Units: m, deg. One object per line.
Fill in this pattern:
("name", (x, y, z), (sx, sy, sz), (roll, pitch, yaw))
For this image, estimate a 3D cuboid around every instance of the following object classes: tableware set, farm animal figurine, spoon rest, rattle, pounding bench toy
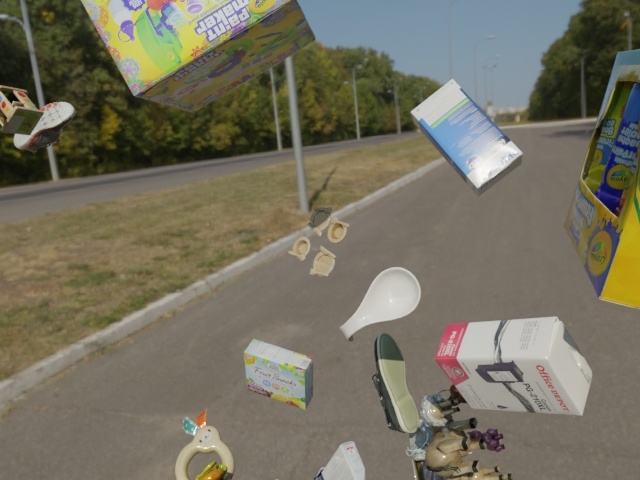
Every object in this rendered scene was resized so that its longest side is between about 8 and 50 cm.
("tableware set", (0.000, 0.000, 1.385), (0.141, 0.169, 0.020), (28, 3, 41))
("farm animal figurine", (0.378, 0.571, 1.587), (0.172, 0.331, 0.326), (-23, -12, 30))
("spoon rest", (0.160, 0.189, 1.596), (0.276, 0.137, 0.084), (-43, -14, 18))
("rattle", (-0.254, 0.429, 1.196), (0.130, 0.143, 0.200), (-15, 54, 7))
("pounding bench toy", (-0.520, -0.219, 0.940), (0.052, 0.065, 0.083), (-47, -15, 20))

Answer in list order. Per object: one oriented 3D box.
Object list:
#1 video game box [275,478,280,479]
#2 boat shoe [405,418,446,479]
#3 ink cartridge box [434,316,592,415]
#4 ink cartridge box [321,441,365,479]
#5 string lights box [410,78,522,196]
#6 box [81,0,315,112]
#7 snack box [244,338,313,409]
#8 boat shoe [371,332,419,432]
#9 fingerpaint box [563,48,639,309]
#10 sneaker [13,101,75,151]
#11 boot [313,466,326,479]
("video game box", (-0.057, 0.716, 1.398), (0.205, 0.187, 0.048), (27, -9, -11))
("boat shoe", (0.366, 0.785, 1.965), (0.103, 0.321, 0.118), (-1, -12, -44))
("ink cartridge box", (0.374, 0.246, 1.112), (0.237, 0.172, 0.100), (-13, 35, 45))
("ink cartridge box", (0.073, 0.574, 1.298), (0.045, 0.145, 0.179), (-5, 47, -30))
("string lights box", (0.353, -0.251, 1.388), (0.133, 0.260, 0.077), (-37, -19, 5))
("box", (-0.186, -0.376, 0.976), (0.289, 0.177, 0.279), (-28, 4, 8))
("snack box", (-0.127, 0.412, 1.756), (0.207, 0.175, 0.070), (14, 36, 18))
("boat shoe", (0.236, 0.495, 1.969), (0.127, 0.340, 0.113), (-13, -9, -45))
("fingerpaint box", (0.565, -0.126, 0.968), (0.163, 0.372, 0.445), (14, 20, 12))
("sneaker", (-0.589, -0.245, 1.242), (0.157, 0.061, 0.065), (-26, -22, 12))
("boot", (-0.009, 0.854, 1.927), (0.069, 0.086, 0.190), (-23, 4, 21))
